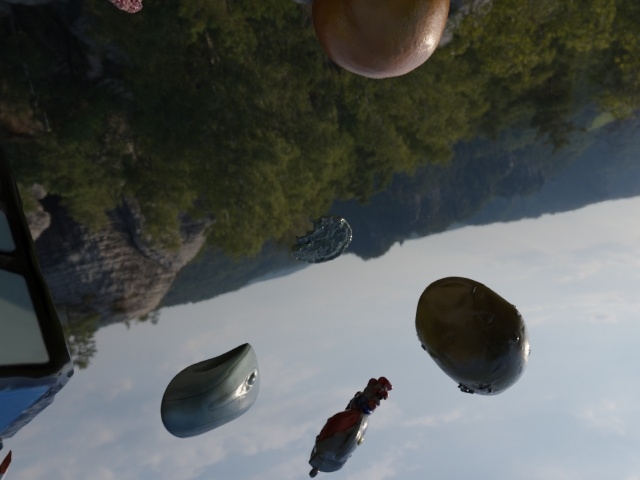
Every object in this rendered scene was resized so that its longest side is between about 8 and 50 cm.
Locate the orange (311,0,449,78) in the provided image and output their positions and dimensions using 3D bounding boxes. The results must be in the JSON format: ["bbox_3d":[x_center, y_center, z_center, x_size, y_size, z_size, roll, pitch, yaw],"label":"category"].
[{"bbox_3d":[0.112,-0.442,0.991,0.261,0.260,0.261,-15,-179,0],"label":"orange"}]

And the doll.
[{"bbox_3d":[0.043,0.288,0.813,0.104,0.062,0.195,-5,-151,48],"label":"doll"}]

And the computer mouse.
[{"bbox_3d":[-0.271,0.418,1.462,0.122,0.188,0.371,-1,-169,33],"label":"computer mouse"}]

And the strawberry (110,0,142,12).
[{"bbox_3d":[-0.563,-0.704,1.378,0.175,0.235,0.106,12,-127,47],"label":"strawberry"}]

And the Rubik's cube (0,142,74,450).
[{"bbox_3d":[-0.406,0.059,0.376,0.283,0.293,0.289,-39,156,21],"label":"Rubik's cube"}]

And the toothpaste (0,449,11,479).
[{"bbox_3d":[-0.766,0.583,1.217,0.031,0.190,0.048,29,-179,-33],"label":"toothpaste"}]

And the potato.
[{"bbox_3d":[0.211,0.131,0.725,0.137,0.176,0.137,-45,180,0],"label":"potato"}]

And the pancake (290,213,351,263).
[{"bbox_3d":[0.004,0.003,1.042,0.130,0.022,0.116,-39,136,18],"label":"pancake"}]
